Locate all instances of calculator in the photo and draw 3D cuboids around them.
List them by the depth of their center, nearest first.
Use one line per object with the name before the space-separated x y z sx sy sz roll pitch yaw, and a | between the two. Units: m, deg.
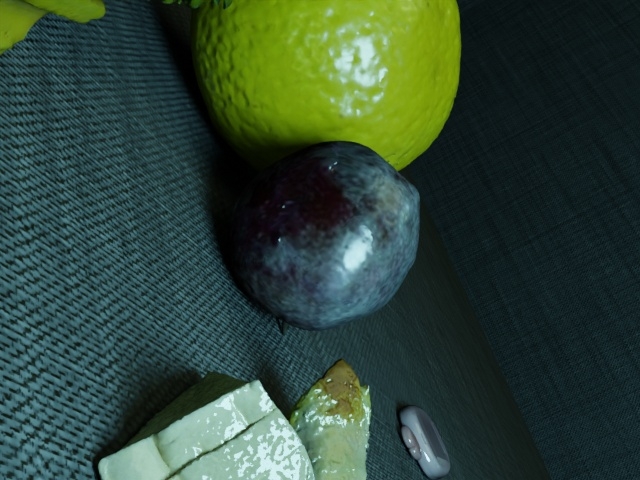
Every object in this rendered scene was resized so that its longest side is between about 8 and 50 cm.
calculator | 0.140 0.268 1.092 0.103 0.024 0.166 66 12 19

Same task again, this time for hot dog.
hot dog | 0.001 0.178 0.641 0.078 0.061 0.169 19 56 -24

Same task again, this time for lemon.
lemon | 0.007 -0.220 0.932 0.336 0.336 0.336 57 13 -21

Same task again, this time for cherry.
cherry | 0.008 -0.006 0.792 0.195 0.195 0.195 57 13 -21

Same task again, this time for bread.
bread | -0.078 0.137 0.508 0.077 0.105 0.152 61 -19 -1

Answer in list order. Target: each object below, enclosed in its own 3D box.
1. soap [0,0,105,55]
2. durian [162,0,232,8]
soap | -0.247 -0.199 0.390 0.204 0.096 0.324 61 13 -1
durian | -0.083 -0.313 0.668 0.394 0.198 0.163 -20 55 -44
